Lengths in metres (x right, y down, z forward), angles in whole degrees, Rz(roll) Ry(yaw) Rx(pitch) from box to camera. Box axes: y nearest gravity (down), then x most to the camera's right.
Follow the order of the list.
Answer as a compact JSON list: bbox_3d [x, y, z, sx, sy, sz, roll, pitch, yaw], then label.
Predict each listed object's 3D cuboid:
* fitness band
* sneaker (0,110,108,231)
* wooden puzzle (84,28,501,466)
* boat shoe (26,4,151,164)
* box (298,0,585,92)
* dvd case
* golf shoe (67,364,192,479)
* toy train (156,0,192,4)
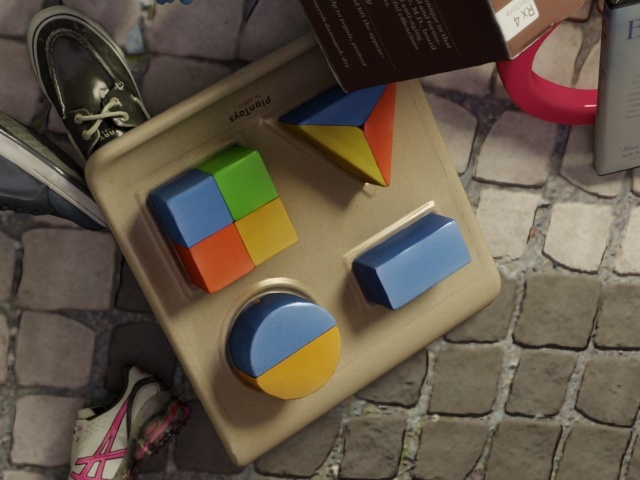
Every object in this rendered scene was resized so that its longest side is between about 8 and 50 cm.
[{"bbox_3d":[0.285,-0.212,1.225,0.209,0.054,0.291,13,138,-35],"label":"fitness band"},{"bbox_3d":[-0.305,-0.032,1.181,0.226,0.086,0.163,34,97,-22],"label":"sneaker"},{"bbox_3d":[0.000,0.000,1.239,0.322,0.080,0.347,-32,116,-18],"label":"wooden puzzle"},{"bbox_3d":[-0.182,-0.103,1.197,0.078,0.070,0.219,-30,114,-3],"label":"boat shoe"},{"bbox_3d":[0.097,-0.240,1.113,0.168,0.203,0.167,-39,111,-34],"label":"box"},{"bbox_3d":[0.343,-0.158,1.256,0.180,0.022,0.253,-14,146,0],"label":"dvd case"},{"bbox_3d":[-0.206,0.201,1.314,0.086,0.067,0.186,42,101,8],"label":"golf shoe"},{"bbox_3d":[-0.126,-0.249,1.102,0.080,0.184,0.105,21,92,-20],"label":"toy train"}]
